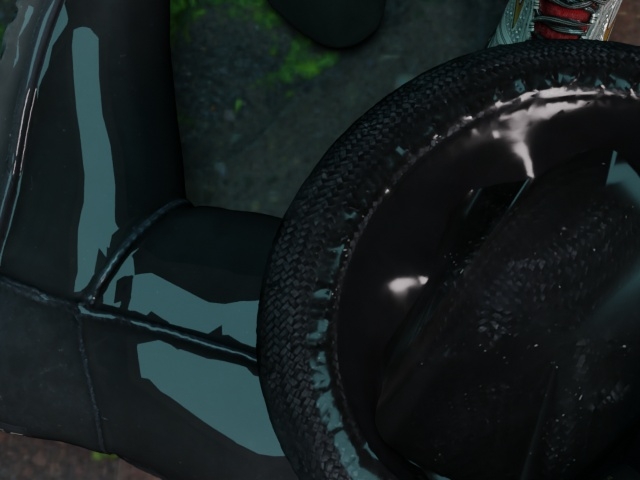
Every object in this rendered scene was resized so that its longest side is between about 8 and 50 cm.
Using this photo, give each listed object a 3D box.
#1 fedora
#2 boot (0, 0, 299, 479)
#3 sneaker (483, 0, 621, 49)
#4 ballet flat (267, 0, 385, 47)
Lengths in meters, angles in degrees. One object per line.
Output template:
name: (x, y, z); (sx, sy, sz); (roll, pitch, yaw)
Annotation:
fedora: (0.123, 0.054, 0.913); (0.334, 0.152, 0.334); (2, 71, -5)
boot: (0.000, 0.002, 1.063); (0.445, 0.146, 0.367); (14, 87, 12)
sneaker: (0.162, -0.162, 1.113); (0.088, 0.093, 0.225); (16, 79, 10)
ballet flat: (-0.035, -0.269, 1.159); (0.095, 0.096, 0.280); (-23, 75, 0)
